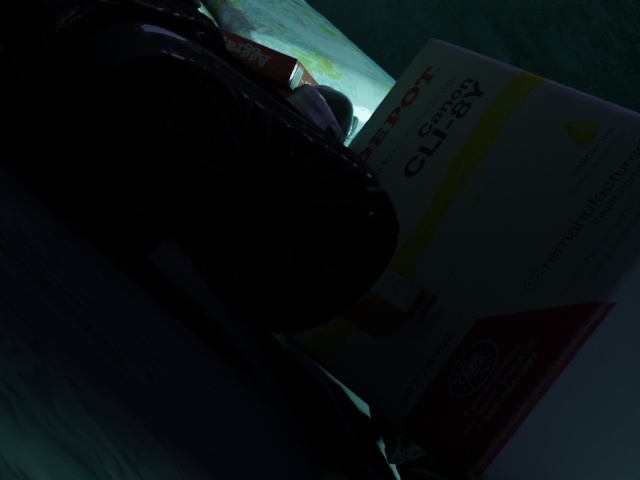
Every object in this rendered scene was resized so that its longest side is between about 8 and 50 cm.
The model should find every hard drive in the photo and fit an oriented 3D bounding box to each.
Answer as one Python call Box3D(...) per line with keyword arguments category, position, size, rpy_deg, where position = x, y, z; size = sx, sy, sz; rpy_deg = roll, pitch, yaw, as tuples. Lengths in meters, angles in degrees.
Box3D(category="hard drive", position=(-0.160, -0.057, 1.133), size=(0.135, 0.022, 0.094), rpy_deg=(54, 5, 35))

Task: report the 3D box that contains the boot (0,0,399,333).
Box3D(category="boot", position=(-0.097, -0.106, 1.160), size=(0.348, 0.131, 0.260), rpy_deg=(46, 7, -49))

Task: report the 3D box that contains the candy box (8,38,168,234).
Box3D(category="candy box", position=(-0.176, -0.156, 1.347), size=(0.316, 0.087, 0.183), rpy_deg=(52, 4, -2))

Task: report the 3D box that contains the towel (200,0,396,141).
Box3D(category="towel", position=(-0.070, -0.243, 2.128), size=(0.320, 0.090, 0.374), rpy_deg=(20, 19, -42))

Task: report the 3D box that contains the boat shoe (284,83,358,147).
Box3D(category="boat shoe", position=(-0.001, -0.090, 1.452), size=(0.083, 0.076, 0.226), rpy_deg=(49, 8, 0))

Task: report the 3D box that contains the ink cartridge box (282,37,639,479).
Box3D(category="ink cartridge box", position=(0.140, 0.032, 1.302), size=(0.160, 0.279, 0.384), rpy_deg=(39, -3, -31))

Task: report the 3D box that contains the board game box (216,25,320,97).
Box3D(category="board game box", position=(-0.138, -0.186, 1.541), size=(0.281, 0.027, 0.145), rpy_deg=(23, -3, 11))

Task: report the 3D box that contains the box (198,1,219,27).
Box3D(category="box", position=(-0.194, -0.250, 1.848), size=(0.203, 0.103, 0.114), rpy_deg=(49, 6, -35))

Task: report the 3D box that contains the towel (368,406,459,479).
Box3D(category="towel", position=(0.183, 0.146, 1.533), size=(0.235, 0.283, 0.121), rpy_deg=(-109, -168, -64))
